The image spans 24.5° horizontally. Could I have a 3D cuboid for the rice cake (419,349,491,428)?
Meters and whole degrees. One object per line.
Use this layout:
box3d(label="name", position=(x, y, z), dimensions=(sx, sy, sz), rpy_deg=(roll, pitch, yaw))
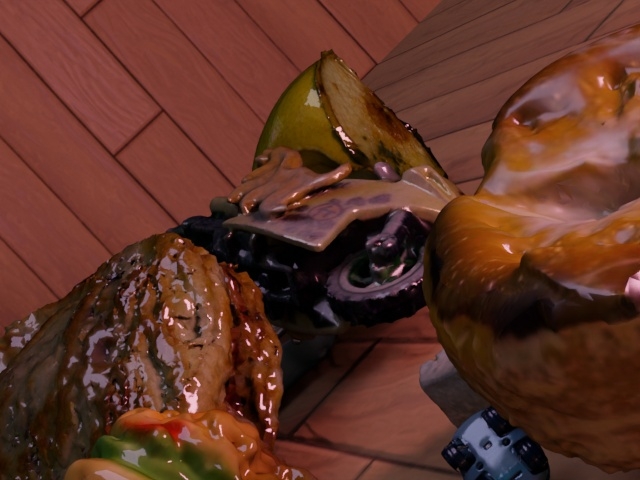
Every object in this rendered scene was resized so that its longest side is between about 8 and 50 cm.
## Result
box3d(label="rice cake", position=(0.166, 0.087, 1.131), dimensions=(0.206, 0.069, 0.063), rpy_deg=(-30, 15, 40))

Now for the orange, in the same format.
box3d(label="orange", position=(0.214, 0.003, 0.879), dimensions=(0.271, 0.210, 0.369), rpy_deg=(-3, 37, 37))

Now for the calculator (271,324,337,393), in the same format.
box3d(label="calculator", position=(-0.078, 0.144, 1.796), dimensions=(0.256, 0.054, 0.386), rpy_deg=(-42, 10, 3))

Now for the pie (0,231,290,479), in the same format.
box3d(label="pie", position=(-0.228, 0.192, 1.449), dimensions=(0.418, 0.180, 0.395), rpy_deg=(-31, 47, 22))

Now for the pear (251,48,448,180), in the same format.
box3d(label="pear", position=(-0.006, -0.079, 1.908), dimensions=(0.255, 0.238, 0.164), rpy_deg=(-34, 19, 34))

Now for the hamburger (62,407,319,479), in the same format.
box3d(label="hamburger", position=(-0.090, 0.223, 1.118), dimensions=(0.149, 0.237, 0.237), rpy_deg=(-45, 11, -35))

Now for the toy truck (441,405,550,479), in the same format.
box3d(label="toy truck", position=(0.130, 0.157, 1.008), dimensions=(0.056, 0.090, 0.073), rpy_deg=(-42, 55, 3))

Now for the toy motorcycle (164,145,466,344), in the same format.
box3d(label="toy motorcycle", position=(0.000, 0.000, 1.589), dimensions=(0.410, 0.169, 0.237), rpy_deg=(8, 30, 43))
